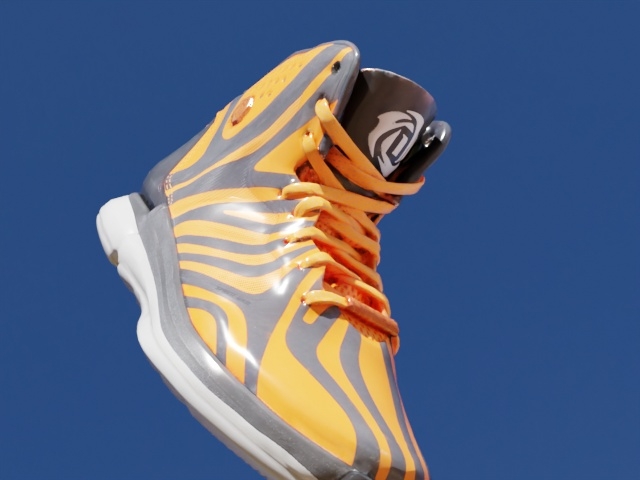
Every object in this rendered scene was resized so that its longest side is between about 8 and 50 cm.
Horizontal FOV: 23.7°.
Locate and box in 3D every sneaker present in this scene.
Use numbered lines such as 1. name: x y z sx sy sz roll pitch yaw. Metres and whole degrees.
1. sneaker: 0.000 0.000 0.755 0.180 0.321 0.124 -47 -52 5
